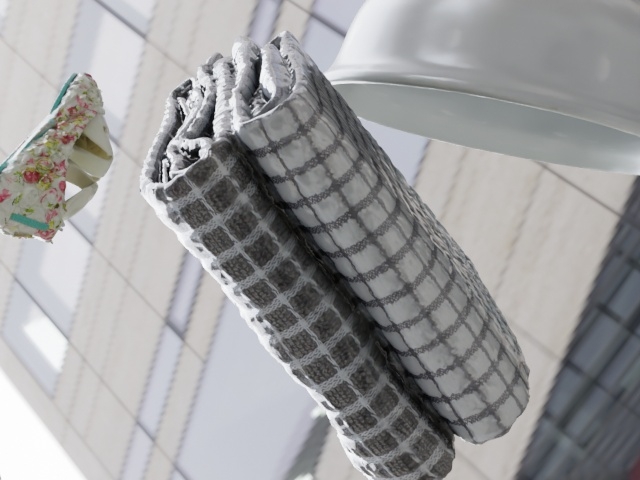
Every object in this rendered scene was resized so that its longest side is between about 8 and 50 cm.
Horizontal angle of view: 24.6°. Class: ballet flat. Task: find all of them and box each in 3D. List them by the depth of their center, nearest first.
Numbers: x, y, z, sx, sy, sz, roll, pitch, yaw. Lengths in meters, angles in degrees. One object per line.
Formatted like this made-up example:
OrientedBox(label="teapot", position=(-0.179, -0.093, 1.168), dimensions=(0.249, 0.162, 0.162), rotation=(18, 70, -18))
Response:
OrientedBox(label="ballet flat", position=(-0.223, -0.066, 1.267), dimensions=(0.077, 0.241, 0.091), rotation=(28, -57, -6))

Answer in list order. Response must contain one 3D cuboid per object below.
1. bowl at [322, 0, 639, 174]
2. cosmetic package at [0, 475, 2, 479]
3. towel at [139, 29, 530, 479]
OrientedBox(label="bowl", position=(0.150, -0.142, 1.087), dimensions=(0.298, 0.298, 0.134), rotation=(14, -93, -43))
OrientedBox(label="cosmetic package", position=(-0.195, 0.083, 0.413), dimensions=(0.138, 0.224, 0.224), rotation=(-33, -45, -31))
OrientedBox(label="towel", position=(0.000, 0.000, 0.892), dimensions=(0.121, 0.283, 0.235), rotation=(-37, -74, 6))
